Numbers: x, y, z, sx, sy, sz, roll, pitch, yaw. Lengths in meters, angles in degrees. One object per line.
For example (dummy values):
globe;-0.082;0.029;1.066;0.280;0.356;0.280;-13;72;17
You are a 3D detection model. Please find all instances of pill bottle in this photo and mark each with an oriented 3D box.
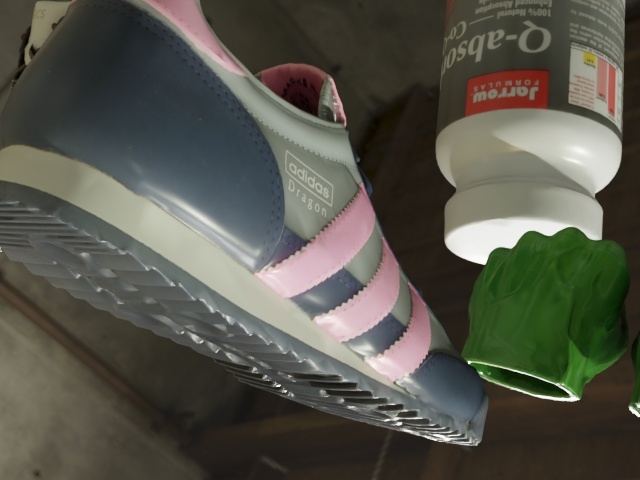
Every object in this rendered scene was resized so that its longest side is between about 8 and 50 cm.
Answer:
pill bottle;0.242;-0.164;1.233;0.210;0.210;0.363;-14;-117;45

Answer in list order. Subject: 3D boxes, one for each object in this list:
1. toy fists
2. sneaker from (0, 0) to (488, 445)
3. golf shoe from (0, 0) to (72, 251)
toy fists;0.258;0.074;0.892;0.279;0.096;0.142;12;-109;32
sneaker;0.000;0.000;0.470;0.112;0.319;0.131;6;-110;34
golf shoe;-0.144;-0.076;0.578;0.077;0.094;0.198;1;-137;47
